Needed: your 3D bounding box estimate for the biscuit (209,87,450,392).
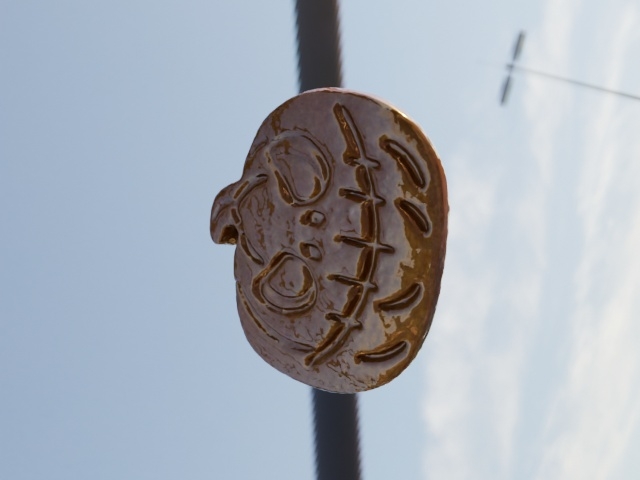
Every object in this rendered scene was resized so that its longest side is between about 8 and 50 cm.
[{"bbox_3d":[0.000,0.000,0.388,0.015,0.078,0.091,-23,-59,-57],"label":"biscuit"}]
